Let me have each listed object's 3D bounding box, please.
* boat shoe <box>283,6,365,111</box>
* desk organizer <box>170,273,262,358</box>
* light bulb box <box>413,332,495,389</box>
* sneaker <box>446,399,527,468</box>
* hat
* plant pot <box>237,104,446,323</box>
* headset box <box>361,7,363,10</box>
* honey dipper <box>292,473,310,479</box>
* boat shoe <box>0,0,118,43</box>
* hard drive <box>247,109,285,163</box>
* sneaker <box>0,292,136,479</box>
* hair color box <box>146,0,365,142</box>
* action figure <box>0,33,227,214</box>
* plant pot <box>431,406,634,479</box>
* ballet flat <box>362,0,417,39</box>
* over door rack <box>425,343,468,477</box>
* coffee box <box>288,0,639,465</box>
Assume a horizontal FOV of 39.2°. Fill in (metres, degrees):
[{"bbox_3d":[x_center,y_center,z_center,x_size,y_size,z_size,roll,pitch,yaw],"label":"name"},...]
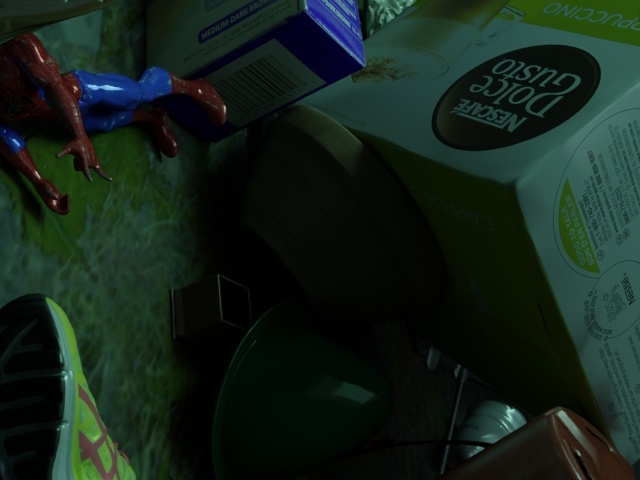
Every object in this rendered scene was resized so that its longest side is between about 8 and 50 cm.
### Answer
[{"bbox_3d":[0.019,-0.245,1.139,0.109,0.091,0.305,62,27,-14],"label":"boat shoe"},{"bbox_3d":[-0.068,0.074,0.784,0.130,0.050,0.047,31,45,-52],"label":"desk organizer"},{"bbox_3d":[0.288,0.014,1.309,0.361,0.225,0.358,31,46,-50],"label":"light bulb box"},{"bbox_3d":[0.233,0.354,1.122,0.129,0.111,0.297,-28,92,-49],"label":"sneaker"},{"bbox_3d":[0.043,0.145,0.729,0.208,0.183,0.173,-37,130,-52],"label":"hat"},{"bbox_3d":[0.000,0.000,0.848,0.237,0.110,0.237,47,-15,17],"label":"plant pot"},{"bbox_3d":[0.067,-0.300,1.304,0.083,0.062,0.032,51,31,-34],"label":"headset box"},{"bbox_3d":[-0.039,0.241,0.745,0.030,0.030,0.160,64,24,-11],"label":"honey dipper"},{"bbox_3d":[-0.240,-0.137,0.515,0.285,0.089,0.104,-22,101,-37],"label":"boat shoe"},{"bbox_3d":[-0.032,-0.094,1.008,0.135,0.022,0.094,41,37,-43],"label":"hard drive"},{"bbox_3d":[-0.159,0.136,0.551,0.094,0.081,0.208,10,69,-68],"label":"sneaker"},{"bbox_3d":[-0.074,-0.288,0.888,0.110,0.185,0.339,33,42,-48],"label":"hair color box"},{"bbox_3d":[-0.163,-0.074,0.664,0.280,0.091,0.139,3,59,-62],"label":"action figure"},{"bbox_3d":[0.146,0.287,0.702,0.272,0.265,0.272,43,18,-18],"label":"plant pot"},{"bbox_3d":[0.116,-0.123,1.067,0.147,0.147,0.409,7,82,-61],"label":"ballet flat"},{"bbox_3d":[0.220,0.287,0.995,0.239,0.108,0.324,27,57,-32],"label":"over door rack"},{"bbox_3d":[0.235,-0.062,0.866,0.337,0.334,0.338,32,-24,54],"label":"coffee box"}]
